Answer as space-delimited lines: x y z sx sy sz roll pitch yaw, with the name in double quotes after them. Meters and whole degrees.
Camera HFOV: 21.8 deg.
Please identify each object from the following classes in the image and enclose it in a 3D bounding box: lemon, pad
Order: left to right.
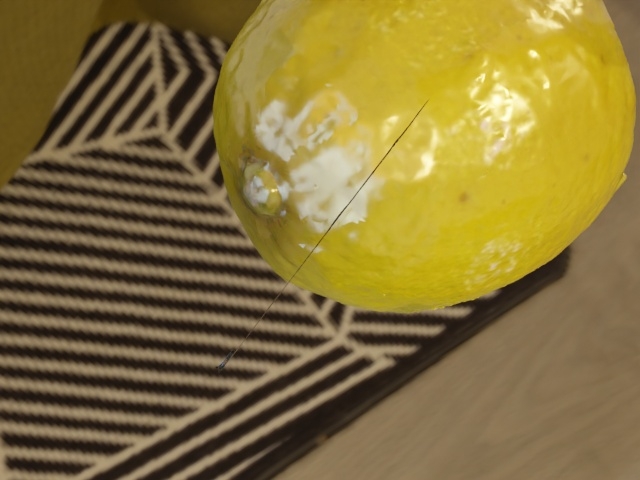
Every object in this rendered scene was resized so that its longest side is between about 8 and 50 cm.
0.000 0.000 0.985 0.004 0.116 0.193 38 82 0 "pad"
0.063 -0.096 1.439 0.364 0.364 0.364 9 66 -21 "lemon"
